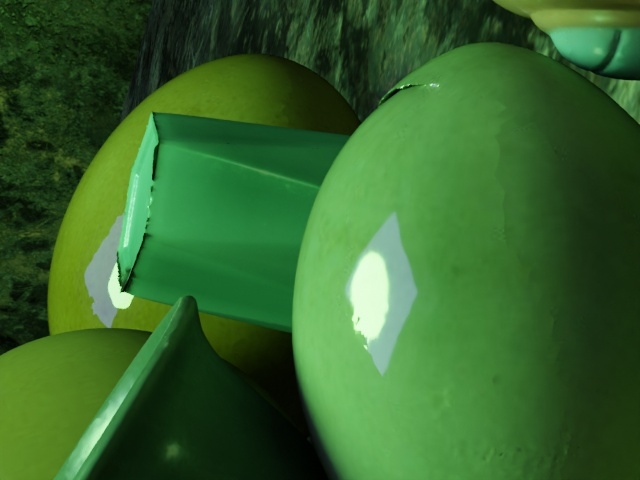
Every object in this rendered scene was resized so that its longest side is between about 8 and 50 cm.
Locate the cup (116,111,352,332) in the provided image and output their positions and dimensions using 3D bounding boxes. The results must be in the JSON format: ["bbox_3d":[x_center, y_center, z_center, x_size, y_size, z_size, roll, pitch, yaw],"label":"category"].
[{"bbox_3d":[0.000,0.000,0.901,0.134,0.235,0.148,-116,37,-68],"label":"cup"}]

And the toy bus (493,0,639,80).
[{"bbox_3d":[0.152,-0.188,0.601,0.287,0.194,0.232,155,111,-71],"label":"toy bus"}]

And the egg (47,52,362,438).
[{"bbox_3d":[-0.071,0.016,1.122,0.250,0.250,0.322,178,111,-75],"label":"egg"}]

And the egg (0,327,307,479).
[{"bbox_3d":[-0.127,0.238,0.888,0.301,0.301,0.374,142,129,-68],"label":"egg"}]

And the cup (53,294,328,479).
[{"bbox_3d":[-0.055,0.146,0.680,0.199,0.150,0.199,-56,5,8],"label":"cup"}]

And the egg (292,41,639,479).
[{"bbox_3d":[0.081,0.039,0.651,0.186,0.186,0.253,170,98,-74],"label":"egg"}]
